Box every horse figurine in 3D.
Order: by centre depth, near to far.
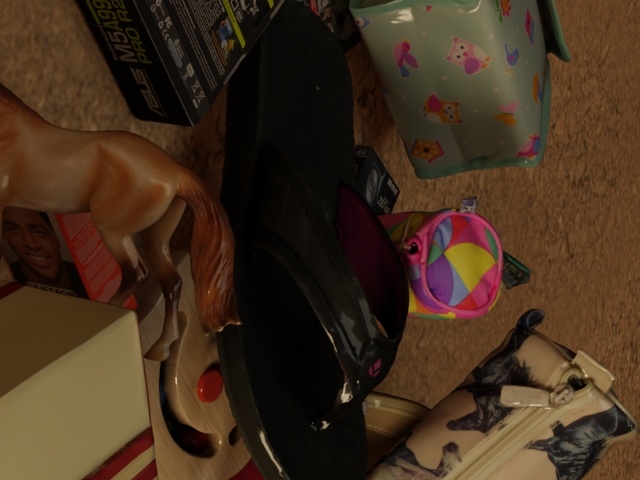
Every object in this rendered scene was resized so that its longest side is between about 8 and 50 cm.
[{"bbox_3d":[-0.165,-0.019,1.025,0.066,0.263,0.174,-38,141,-81],"label":"horse figurine"}]

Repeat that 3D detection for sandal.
[{"bbox_3d":[-0.002,-0.002,1.267,0.167,0.107,0.445,23,57,-49],"label":"sandal"}]

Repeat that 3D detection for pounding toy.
[{"bbox_3d":[-0.088,0.131,1.250,0.154,0.155,0.269,-41,132,-42],"label":"pounding toy"}]

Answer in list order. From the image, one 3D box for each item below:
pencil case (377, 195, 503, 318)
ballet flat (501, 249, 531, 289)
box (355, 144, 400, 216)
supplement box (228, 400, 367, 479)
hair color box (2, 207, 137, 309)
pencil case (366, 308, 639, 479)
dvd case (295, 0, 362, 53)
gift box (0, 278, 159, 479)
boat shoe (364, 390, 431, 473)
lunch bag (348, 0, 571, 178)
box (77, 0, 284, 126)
[{"bbox_3d":[0.058,0.018,1.397,0.104,0.236,0.104,2,86,-33],"label":"pencil case"},{"bbox_3d":[0.178,0.025,1.781,0.188,0.070,0.070,35,68,-55],"label":"ballet flat"},{"bbox_3d":[0.046,-0.044,1.564,0.067,0.018,0.083,-66,147,-22],"label":"box"},{"bbox_3d":[-0.060,0.231,1.355,0.073,0.130,0.239,36,66,-57],"label":"supplement box"},{"bbox_3d":[-0.188,0.002,1.129,0.043,0.072,0.141,-52,139,-39],"label":"hair color box"},{"bbox_3d":[0.103,0.251,1.458,0.410,0.160,0.183,-42,155,-8],"label":"pencil case"},{"bbox_3d":[0.008,-0.207,1.459,0.119,0.013,0.087,-43,134,-45],"label":"dvd case"},{"bbox_3d":[-0.239,0.159,0.898,0.258,0.276,0.255,-34,121,-50],"label":"gift box"},{"bbox_3d":[0.071,0.224,1.603,0.302,0.109,0.098,49,55,-60],"label":"boat shoe"},{"bbox_3d":[0.147,-0.225,1.554,0.262,0.160,0.223,-71,148,-44],"label":"lunch bag"},{"bbox_3d":[-0.111,-0.254,1.198,0.216,0.060,0.270,-60,144,-32],"label":"box"}]
